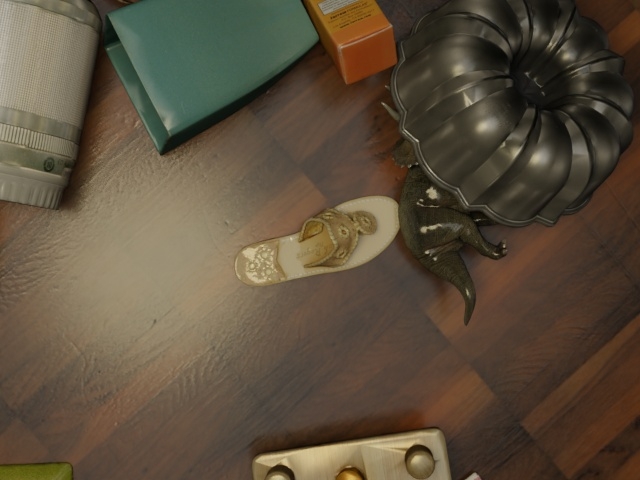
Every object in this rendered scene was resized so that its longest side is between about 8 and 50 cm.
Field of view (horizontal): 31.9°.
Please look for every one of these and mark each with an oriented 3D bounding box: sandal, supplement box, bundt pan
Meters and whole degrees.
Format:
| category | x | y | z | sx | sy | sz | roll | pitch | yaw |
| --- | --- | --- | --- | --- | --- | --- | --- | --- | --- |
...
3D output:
| category | x | y | z | sx | sy | sz | roll | pitch | yaw |
| --- | --- | --- | --- | --- | --- | --- | --- | --- | --- |
| sandal | 0.002 | 0.006 | 1.475 | 0.240 | 0.079 | 0.088 | -19 | 91 | -5 |
| supplement box | 0.015 | -0.311 | 1.424 | 0.080 | 0.078 | 0.233 | -25 | 59 | -5 |
| bundt pan | 0.260 | -0.189 | 1.408 | 0.331 | 0.124 | 0.331 | 10 | 65 | -22 |

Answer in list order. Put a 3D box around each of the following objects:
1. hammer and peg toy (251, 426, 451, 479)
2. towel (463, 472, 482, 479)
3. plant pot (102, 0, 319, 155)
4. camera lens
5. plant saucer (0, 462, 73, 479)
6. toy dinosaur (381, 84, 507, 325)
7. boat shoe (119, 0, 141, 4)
| category | x | y | z | sx | sy | sz | roll | pitch | yaw |
| --- | --- | --- | --- | --- | --- | --- | --- | --- | --- |
| hammer and peg toy | 0.067 | 0.434 | 1.441 | 0.266 | 0.127 | 0.361 | -10 | 88 | 2 |
| towel | 0.217 | 0.431 | 1.516 | 0.144 | 0.029 | 0.197 | -39 | 93 | -5 |
| plant pot | -0.133 | -0.242 | 1.429 | 0.234 | 0.165 | 0.166 | -27 | 92 | -13 |
| camera lens | -0.395 | -0.189 | 1.373 | 0.219 | 0.219 | 0.274 | 10 | 89 | -5 |
| plant saucer | -0.418 | 0.389 | 1.455 | 0.188 | 0.045 | 0.188 | -1 | 90 | -4 |
| toy dinosaur | 0.166 | -0.048 | 1.488 | 0.160 | 0.121 | 0.314 | 0 | 94 | 7 |
| boat shoe | -0.143 | -0.412 | 1.429 | 0.324 | 0.116 | 0.123 | -43 | 133 | 3 |
